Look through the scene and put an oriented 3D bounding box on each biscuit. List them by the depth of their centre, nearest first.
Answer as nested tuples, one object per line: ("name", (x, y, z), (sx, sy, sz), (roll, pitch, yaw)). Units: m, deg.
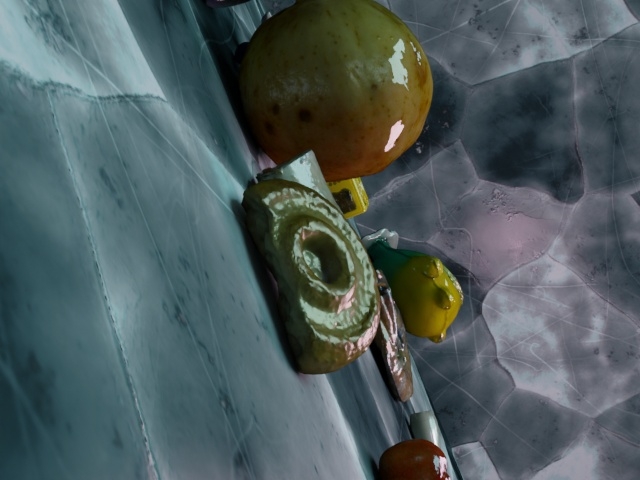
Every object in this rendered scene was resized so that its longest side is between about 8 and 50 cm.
("biscuit", (-0.002, 0.038, 0.982), (0.213, 0.091, 0.274), (-12, 73, -54))

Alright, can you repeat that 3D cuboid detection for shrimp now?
("shrimp", (0.167, 0.245, 1.852), (0.221, 0.110, 0.445), (-86, 157, -57))

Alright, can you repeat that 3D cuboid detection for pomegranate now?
("pomegranate", (0.022, -0.319, 1.360), (0.410, 0.410, 0.409), (-23, 90, -83))

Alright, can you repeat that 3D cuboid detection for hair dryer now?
("hair dryer", (0.305, 0.598, 1.962), (0.237, 0.076, 0.206), (72, 7, -60))

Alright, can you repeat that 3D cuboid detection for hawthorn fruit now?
("hawthorn fruit", (0.155, 0.388, 1.159), (0.128, 0.128, 0.128), (-23, 90, -83))

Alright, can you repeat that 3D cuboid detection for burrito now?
("burrito", (-0.003, 0.000, 1.162), (0.143, 0.105, 0.299), (6, -54, 58))

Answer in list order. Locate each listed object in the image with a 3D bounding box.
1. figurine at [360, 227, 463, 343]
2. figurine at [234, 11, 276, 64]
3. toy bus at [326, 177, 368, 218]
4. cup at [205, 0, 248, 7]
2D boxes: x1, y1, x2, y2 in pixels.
("figurine", (0.248, 0.135, 2.017), (0.340, 0.232, 0.323), (42, -38, 40))
("figurine", (-0.109, -0.385, 1.639), (0.338, 0.205, 0.283), (-18, 93, -71))
("toy bus", (0.021, -0.220, 1.989), (0.152, 0.144, 0.330), (-82, 150, -75))
("cup", (-0.211, -0.640, 1.443), (0.203, 0.203, 0.288), (-37, 111, -83))
